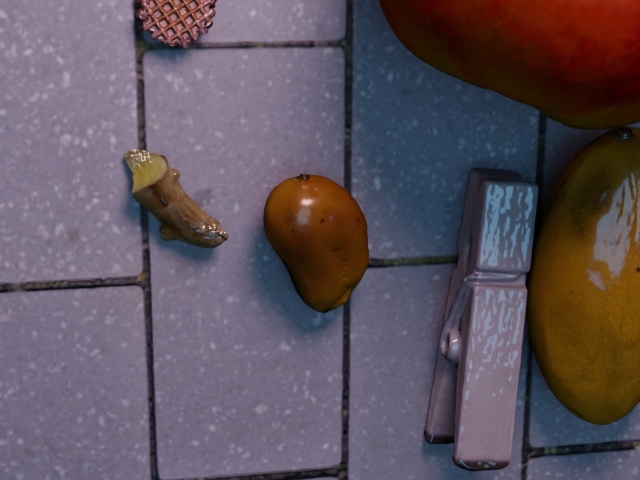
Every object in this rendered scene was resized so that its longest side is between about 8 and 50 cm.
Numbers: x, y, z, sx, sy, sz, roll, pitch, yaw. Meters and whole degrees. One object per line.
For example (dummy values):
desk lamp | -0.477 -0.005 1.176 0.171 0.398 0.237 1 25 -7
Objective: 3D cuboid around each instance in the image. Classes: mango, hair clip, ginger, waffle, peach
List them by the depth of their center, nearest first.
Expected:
peach | 0.236 -0.304 1.194 0.388 0.388 0.388 -3 107 -11
waffle | -0.148 -0.236 1.300 0.083 0.029 0.075 16 99 -13
ginger | -0.158 -0.039 1.350 0.057 0.044 0.137 -46 112 -16
mango | -0.001 -0.003 1.373 0.105 0.084 0.159 -23 131 -4
mango | 0.315 0.045 1.417 0.187 0.144 0.359 -6 114 -31
hair clip | 0.180 0.088 1.430 0.085 0.101 0.331 3 104 -7
